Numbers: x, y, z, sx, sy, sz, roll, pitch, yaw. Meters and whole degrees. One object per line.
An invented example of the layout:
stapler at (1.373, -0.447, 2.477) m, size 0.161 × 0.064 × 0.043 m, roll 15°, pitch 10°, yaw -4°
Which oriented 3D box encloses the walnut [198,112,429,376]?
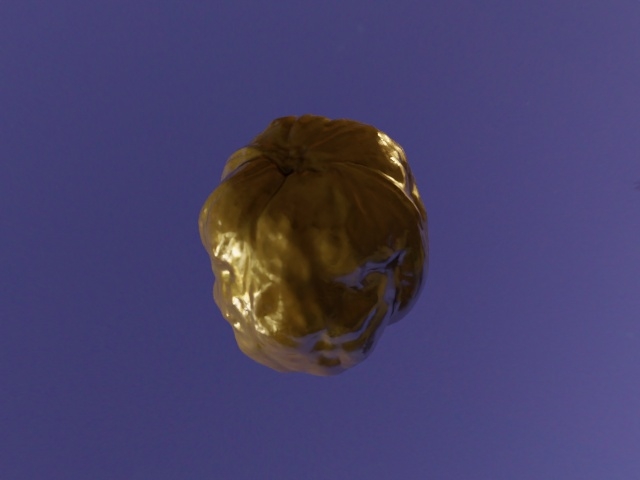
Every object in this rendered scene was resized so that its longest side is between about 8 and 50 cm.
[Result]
walnut at (-0.001, 0.001, 0.704) m, size 0.253 × 0.277 × 0.282 m, roll -10°, pitch -144°, yaw 13°
